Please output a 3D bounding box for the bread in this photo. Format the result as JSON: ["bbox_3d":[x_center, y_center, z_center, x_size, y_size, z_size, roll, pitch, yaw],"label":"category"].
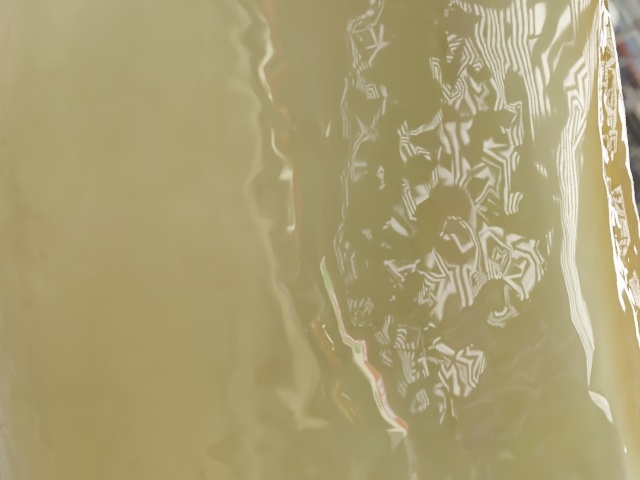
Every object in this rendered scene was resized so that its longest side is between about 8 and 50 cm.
[{"bbox_3d":[0.000,0.000,0.538,0.348,0.253,0.375,-34,115,-80],"label":"bread"}]
